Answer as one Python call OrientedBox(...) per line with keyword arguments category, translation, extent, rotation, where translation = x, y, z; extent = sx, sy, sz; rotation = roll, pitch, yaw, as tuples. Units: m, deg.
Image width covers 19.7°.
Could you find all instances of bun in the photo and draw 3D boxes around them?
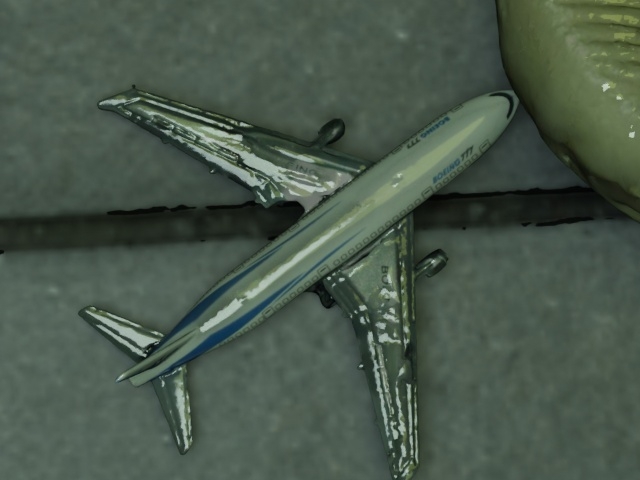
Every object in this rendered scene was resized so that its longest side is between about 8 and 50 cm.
OrientedBox(category="bun", translation=(0.189, -0.085, 0.831), extent=(0.231, 0.133, 0.231), rotation=(0, 68, 1))

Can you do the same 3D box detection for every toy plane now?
OrientedBox(category="toy plane", translation=(-0.002, 0.002, 0.836), extent=(0.226, 0.058, 0.226), rotation=(-36, 84, -13))
